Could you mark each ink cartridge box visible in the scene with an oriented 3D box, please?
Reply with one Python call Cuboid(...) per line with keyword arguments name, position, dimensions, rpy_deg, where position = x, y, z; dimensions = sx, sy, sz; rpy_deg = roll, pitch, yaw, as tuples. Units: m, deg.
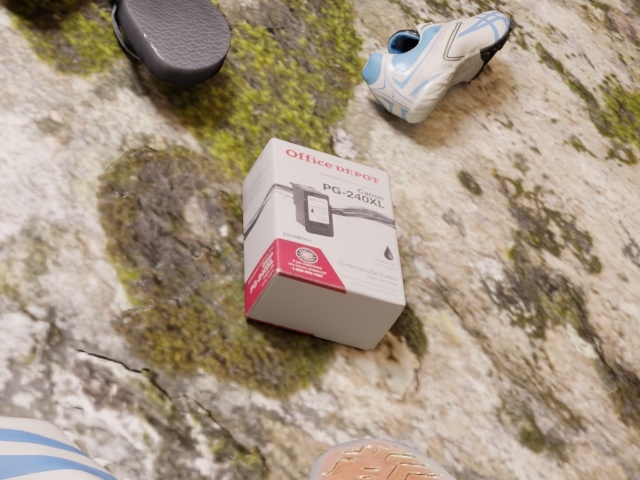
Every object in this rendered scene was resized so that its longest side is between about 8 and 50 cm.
Cuboid(name="ink cartridge box", position=(0.000, 0.000, 0.937), dimensions=(0.109, 0.063, 0.150), rpy_deg=(16, 43, -20))

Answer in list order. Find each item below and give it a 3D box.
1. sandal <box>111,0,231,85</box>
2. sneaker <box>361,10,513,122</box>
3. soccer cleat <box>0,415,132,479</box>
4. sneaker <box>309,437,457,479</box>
Cuboid(name="sandal", position=(-0.150, -0.208, 1.063), dimensions=(0.097, 0.054, 0.254), rpy_deg=(5, 36, -30))
Cuboid(name="sneaker", position=(0.123, -0.192, 1.196), dimensions=(0.086, 0.085, 0.237), rpy_deg=(44, 39, 6))
Cuboid(name="soccer cleat", position=(-0.120, 0.165, 0.657), dimensions=(0.331, 0.116, 0.143), rpy_deg=(28, 15, -19))
Cuboid(name="sneaker", position=(0.066, 0.249, 0.714), dimensions=(0.108, 0.121, 0.302), rpy_deg=(-10, 34, -17))
